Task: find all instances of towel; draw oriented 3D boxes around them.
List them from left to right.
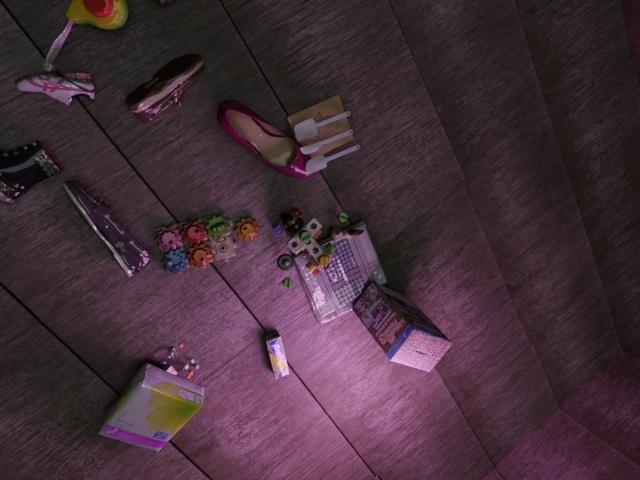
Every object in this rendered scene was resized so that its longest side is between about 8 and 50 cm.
[{"bbox_3d":[0.083,0.130,1.572,0.312,0.056,0.325,-26,112,-13],"label":"towel"}]

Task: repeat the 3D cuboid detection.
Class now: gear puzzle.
[{"bbox_3d":[-0.361,0.003,1.374,0.338,0.044,0.176,-15,109,-17],"label":"gear puzzle"}]

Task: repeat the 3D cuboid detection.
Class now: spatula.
[{"bbox_3d":[0.028,-0.340,1.392,0.241,0.019,0.168,-28,111,-27],"label":"spatula"}]

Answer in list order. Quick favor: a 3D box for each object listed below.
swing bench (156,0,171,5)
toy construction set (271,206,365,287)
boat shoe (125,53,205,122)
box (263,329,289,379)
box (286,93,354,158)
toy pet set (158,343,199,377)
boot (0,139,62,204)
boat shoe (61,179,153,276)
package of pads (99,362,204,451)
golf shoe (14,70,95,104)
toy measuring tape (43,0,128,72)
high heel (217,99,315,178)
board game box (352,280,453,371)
[{"bbox_3d":[-0.392,-0.810,1.081,0.253,0.165,0.255,-39,114,-8],"label":"swing bench"},{"bbox_3d":[0.000,0.000,1.378,0.308,0.237,0.258,-18,96,-12],"label":"toy construction set"},{"bbox_3d":[-0.439,-0.442,1.215,0.257,0.095,0.095,-39,148,-10],"label":"boat shoe"},{"bbox_3d":[-0.166,0.428,1.557,0.059,0.054,0.169,-16,109,-16],"label":"box"},{"bbox_3d":[0.002,-0.383,1.423,0.201,0.021,0.165,-28,112,-13],"label":"box"},{"bbox_3d":[-0.506,0.435,1.439,0.114,0.065,0.122,-49,124,-42],"label":"toy pet set"},{"bbox_3d":[-0.842,-0.235,1.108,0.178,0.085,0.237,-34,119,-12],"label":"boot"},{"bbox_3d":[-0.626,-0.045,1.235,0.095,0.112,0.335,-39,121,-26],"label":"boat shoe"},{"bbox_3d":[-0.560,0.556,1.375,0.229,0.101,0.296,34,110,-25],"label":"package of pads"},{"bbox_3d":[-0.711,-0.409,1.119,0.185,0.067,0.086,-10,109,-18],"label":"golf shoe"},{"bbox_3d":[-0.603,-0.565,1.100,0.121,0.121,0.330,31,100,-25],"label":"toy measuring tape"},{"bbox_3d":[-0.157,-0.293,1.292,0.377,0.181,0.127,29,102,-23],"label":"high heel"},{"bbox_3d":[0.296,0.315,1.543,0.232,0.291,0.141,26,105,-35],"label":"board game box"}]
